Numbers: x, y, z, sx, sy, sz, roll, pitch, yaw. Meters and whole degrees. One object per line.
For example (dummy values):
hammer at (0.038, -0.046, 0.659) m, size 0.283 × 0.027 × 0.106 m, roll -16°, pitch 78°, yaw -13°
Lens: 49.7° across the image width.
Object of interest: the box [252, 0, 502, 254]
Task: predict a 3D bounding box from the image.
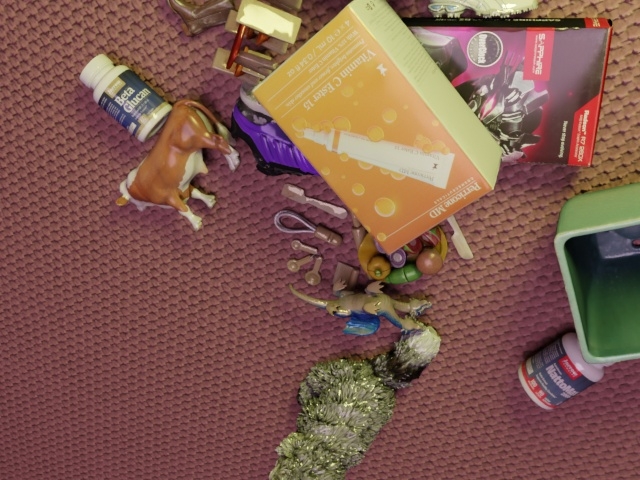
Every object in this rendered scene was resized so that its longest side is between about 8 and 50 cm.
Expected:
box at (0.098, -0.188, 1.111) m, size 0.215 × 0.168 × 0.345 m, roll -35°, pitch 102°, yaw 31°

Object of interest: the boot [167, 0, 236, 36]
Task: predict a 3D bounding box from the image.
boot at (-0.214, -0.433, 1.256) m, size 0.114 × 0.037 × 0.106 m, roll -11°, pitch 126°, yaw 25°

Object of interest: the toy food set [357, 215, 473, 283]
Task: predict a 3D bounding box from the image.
toy food set at (0.177, 0.026, 1.344) m, size 0.217 × 0.071 × 0.128 m, roll -17°, pitch 110°, yaw 14°

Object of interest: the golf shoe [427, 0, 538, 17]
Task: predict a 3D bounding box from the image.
golf shoe at (0.263, -0.404, 1.115) m, size 0.176 × 0.069 × 0.086 m, roll 6°, pitch 112°, yaw 13°

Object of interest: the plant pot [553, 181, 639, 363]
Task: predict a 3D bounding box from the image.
plant pot at (0.532, 0.018, 1.146) m, size 0.247 × 0.252 × 0.247 m, roll -13°, pitch 113°, yaw 22°

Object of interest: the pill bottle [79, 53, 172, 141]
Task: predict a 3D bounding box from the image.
pill bottle at (-0.382, -0.281, 1.352) m, size 0.169 × 0.094 × 0.094 m, roll 41°, pitch 120°, yaw -7°

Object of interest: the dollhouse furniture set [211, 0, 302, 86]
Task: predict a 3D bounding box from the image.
dollhouse furniture set at (-0.106, -0.405, 1.121) m, size 0.135 × 0.262 × 0.259 m, roll 19°, pitch 83°, yaw -15°

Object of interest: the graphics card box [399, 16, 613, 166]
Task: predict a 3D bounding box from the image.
graphics card box at (0.281, -0.255, 1.170) m, size 0.370 × 0.094 × 0.233 m, roll 6°, pitch 119°, yaw 15°

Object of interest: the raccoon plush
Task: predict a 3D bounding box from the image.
raccoon plush at (0.051, 0.373, 1.449) m, size 0.216 × 0.299 × 0.446 m, roll 30°, pitch 121°, yaw 0°

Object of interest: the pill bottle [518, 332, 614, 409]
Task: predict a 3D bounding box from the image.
pill bottle at (0.492, 0.245, 1.363) m, size 0.108 × 0.108 × 0.180 m, roll 41°, pitch 120°, yaw -7°

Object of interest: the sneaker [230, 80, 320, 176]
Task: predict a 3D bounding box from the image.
sneaker at (-0.046, -0.170, 1.317) m, size 0.293 × 0.102 × 0.146 m, roll 35°, pitch 125°, yaw 2°

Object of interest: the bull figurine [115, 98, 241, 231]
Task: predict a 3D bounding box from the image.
bull figurine at (-0.287, -0.136, 1.399) m, size 0.188 × 0.101 × 0.310 m, roll 33°, pitch 125°, yaw -8°

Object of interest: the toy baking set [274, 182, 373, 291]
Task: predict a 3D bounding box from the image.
toy baking set at (0.007, 0.001, 1.422) m, size 0.196 × 0.030 × 0.256 m, roll -4°, pitch 116°, yaw 18°

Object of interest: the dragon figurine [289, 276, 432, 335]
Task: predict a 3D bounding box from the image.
dragon figurine at (0.080, 0.143, 1.424) m, size 0.289 × 0.085 × 0.144 m, roll -3°, pitch 150°, yaw 21°
